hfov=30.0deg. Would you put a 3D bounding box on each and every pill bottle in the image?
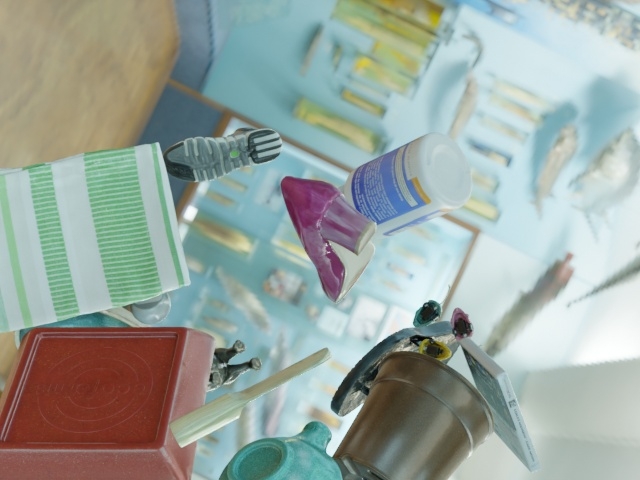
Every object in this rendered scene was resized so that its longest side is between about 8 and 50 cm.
[{"bbox_3d":[0.142,-0.092,2.288,0.272,0.152,0.152,-23,-150,41],"label":"pill bottle"}]

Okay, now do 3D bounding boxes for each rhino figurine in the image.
[{"bbox_3d":[-0.217,0.227,2.021,0.106,0.073,0.243,-23,173,37],"label":"rhino figurine"}]

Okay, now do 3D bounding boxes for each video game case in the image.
[{"bbox_3d":[0.283,0.256,1.894,0.022,0.173,0.190,-23,-165,-5],"label":"video game case"}]

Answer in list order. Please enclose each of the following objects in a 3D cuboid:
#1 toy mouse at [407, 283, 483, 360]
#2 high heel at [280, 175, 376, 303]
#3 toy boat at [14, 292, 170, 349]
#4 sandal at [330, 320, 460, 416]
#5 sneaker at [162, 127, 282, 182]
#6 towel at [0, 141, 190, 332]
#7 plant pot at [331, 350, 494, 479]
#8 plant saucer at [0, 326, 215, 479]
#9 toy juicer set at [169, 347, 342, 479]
[{"bbox_3d":[0.230,0.153,2.199,0.031,0.161,0.143,20,77,-62],"label":"toy mouse"},{"bbox_3d":[0.000,0.000,1.448,0.082,0.117,0.244,-54,170,-14],"label":"high heel"},{"bbox_3d":[-0.370,0.152,2.055,0.318,0.267,0.148,-44,-139,28],"label":"toy boat"},{"bbox_3d":[0.177,0.249,2.293,0.446,0.107,0.167,-14,136,-55],"label":"sandal"},{"bbox_3d":[-0.191,-0.168,2.293,0.132,0.229,0.086,-131,-147,-75],"label":"sneaker"},{"bbox_3d":[-0.373,-0.009,1.776,0.038,0.325,0.248,137,-60,-72],"label":"towel"},{"bbox_3d":[0.101,0.251,1.473,0.165,0.167,0.167,-48,171,-33],"label":"plant pot"},{"bbox_3d":[-0.271,0.190,1.446,0.259,0.258,0.048,-85,172,-50],"label":"plant saucer"},{"bbox_3d":[-0.079,0.254,1.170,0.329,0.209,0.089,-87,157,-57],"label":"toy juicer set"}]
